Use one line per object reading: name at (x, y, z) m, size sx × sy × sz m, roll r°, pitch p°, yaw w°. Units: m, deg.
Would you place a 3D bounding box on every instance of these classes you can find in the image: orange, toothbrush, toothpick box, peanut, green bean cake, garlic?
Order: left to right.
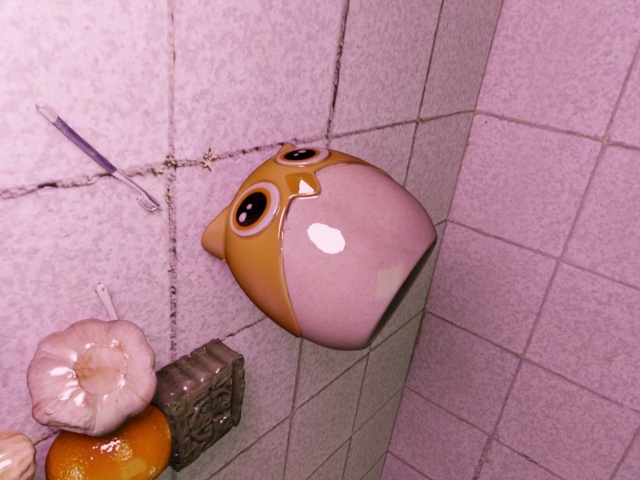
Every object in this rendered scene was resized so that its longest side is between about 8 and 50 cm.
peanut at (-0.594, 0.445, 0.806) m, size 0.298 × 0.120 × 0.136 m, roll -48°, pitch 164°, yaw -20°
garlic at (-0.422, 0.258, 0.911) m, size 0.219 × 0.218 × 0.212 m, roll -38°, pitch 177°, yaw -37°
toothbrush at (-0.366, -0.131, 0.835) m, size 0.026 × 0.024 × 0.288 m, roll -44°, pitch 146°, yaw -7°
orange at (-0.410, 0.415, 0.959) m, size 0.238 × 0.179 × 0.158 m, roll -18°, pitch 156°, yaw -19°
toothbrush at (-0.405, 0.185, 0.995) m, size 0.022 × 0.026 × 0.262 m, roll -38°, pitch 136°, yaw -38°
green bean cake at (-0.297, 0.395, 1.203) m, size 0.255 × 0.132 × 0.240 m, roll -24°, pitch 126°, yaw -47°
toothpick box at (0.000, 0.000, 1.086) m, size 0.408 × 0.426 × 0.408 m, roll -51°, pitch 163°, yaw -22°
